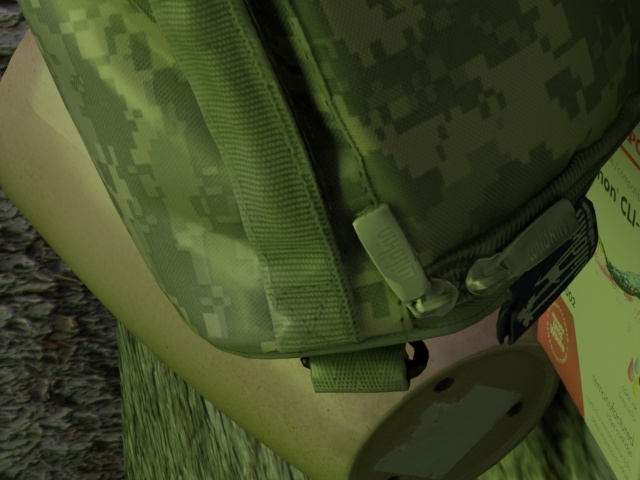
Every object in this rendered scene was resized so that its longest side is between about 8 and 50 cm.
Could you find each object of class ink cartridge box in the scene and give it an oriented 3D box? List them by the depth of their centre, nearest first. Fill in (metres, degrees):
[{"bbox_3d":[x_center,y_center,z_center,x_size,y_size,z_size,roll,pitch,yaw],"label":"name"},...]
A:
[{"bbox_3d":[0.136,-0.015,0.731,0.115,0.067,0.198,-115,22,-55],"label":"ink cartridge box"}]

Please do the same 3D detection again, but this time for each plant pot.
[{"bbox_3d":[0.000,0.000,1.021,0.274,0.256,0.256,54,153,31],"label":"plant pot"}]

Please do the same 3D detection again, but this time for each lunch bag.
[{"bbox_3d":[-0.014,-0.137,0.600,0.256,0.212,0.305,-66,-43,-56],"label":"lunch bag"}]
